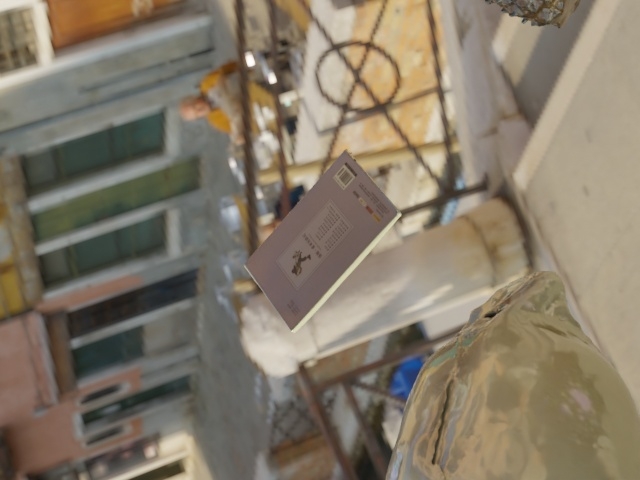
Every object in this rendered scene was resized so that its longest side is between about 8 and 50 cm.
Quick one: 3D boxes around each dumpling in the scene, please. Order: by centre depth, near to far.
[{"bbox_3d":[0.125,0.214,1.044,0.315,0.233,0.395,-44,34,45],"label":"dumpling"}]

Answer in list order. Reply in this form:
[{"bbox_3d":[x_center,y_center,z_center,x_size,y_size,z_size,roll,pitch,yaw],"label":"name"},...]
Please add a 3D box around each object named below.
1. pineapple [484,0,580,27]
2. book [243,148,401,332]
[{"bbox_3d":[0.136,-0.284,1.204,0.237,0.111,0.119,24,-174,19],"label":"pineapple"},{"bbox_3d":[0.000,0.000,1.410,0.014,0.182,0.127,30,-164,-45],"label":"book"}]
